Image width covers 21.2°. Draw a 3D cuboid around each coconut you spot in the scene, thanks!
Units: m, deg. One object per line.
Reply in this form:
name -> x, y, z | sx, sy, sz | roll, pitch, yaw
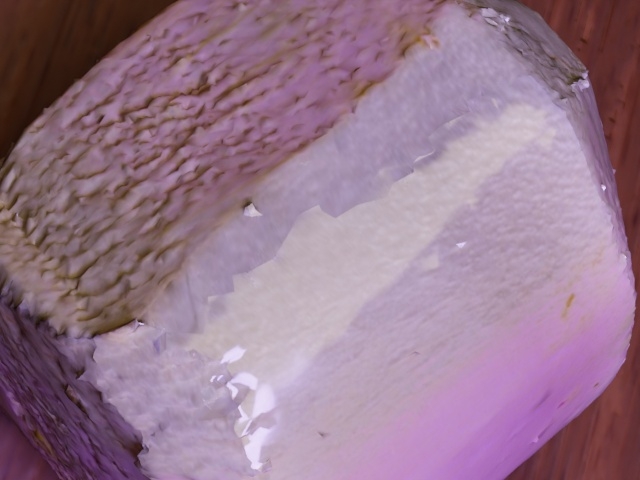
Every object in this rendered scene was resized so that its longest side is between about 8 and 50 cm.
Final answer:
coconut -> 0.000, 0.000, 0.636 | 0.245, 0.233, 0.233 | -41, 104, -21
